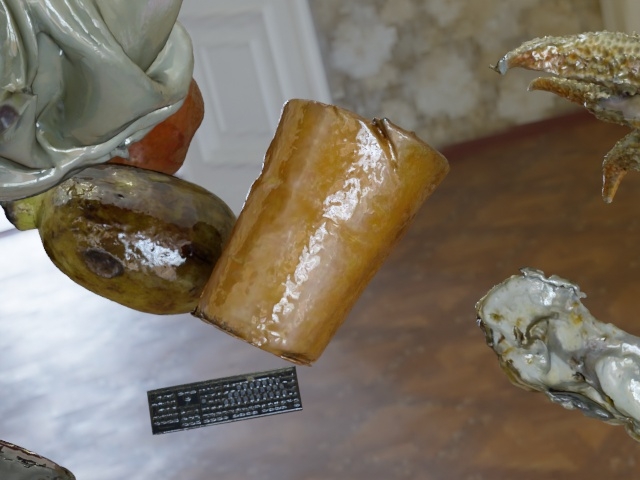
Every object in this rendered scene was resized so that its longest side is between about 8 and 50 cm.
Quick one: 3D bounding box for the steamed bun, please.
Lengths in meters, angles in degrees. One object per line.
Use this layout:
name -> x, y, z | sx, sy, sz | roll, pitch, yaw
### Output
steamed bun -> -0.302, -0.200, 1.524 | 0.367, 0.342, 0.255 | -27, 8, 22

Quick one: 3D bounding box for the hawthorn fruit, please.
hawthorn fruit -> -0.264, -0.173, 2.048 | 0.205, 0.205, 0.253 | -6, -17, 24

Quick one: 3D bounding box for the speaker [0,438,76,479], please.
speaker -> -0.333, 0.183, 1.085 | 0.259, 0.198, 0.329 | 4, 66, 48

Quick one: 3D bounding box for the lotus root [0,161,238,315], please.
lotus root -> -0.200, -0.006, 1.783 | 0.314, 0.141, 0.169 | 18, 25, -8

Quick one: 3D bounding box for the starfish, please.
starfish -> 0.286, -0.127, 1.338 | 0.293, 0.301, 0.084 | -4, 46, 36

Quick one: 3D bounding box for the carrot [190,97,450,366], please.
carrot -> 0.000, 0.000, 1.660 | 0.196, 0.254, 0.196 | 24, -6, 3

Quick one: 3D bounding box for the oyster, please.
oyster -> 0.286, 0.149, 1.493 | 0.078, 0.345, 0.129 | -54, 4, 41

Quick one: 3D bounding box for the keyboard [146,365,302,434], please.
keyboard -> -0.125, 0.209, 2.124 | 0.198, 0.064, 0.010 | -10, -18, -2
